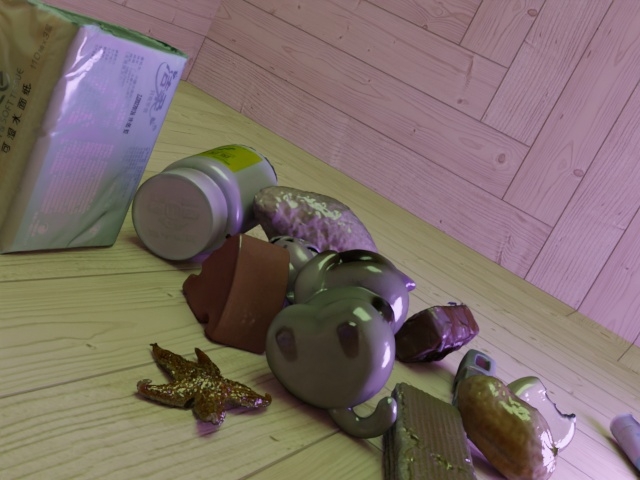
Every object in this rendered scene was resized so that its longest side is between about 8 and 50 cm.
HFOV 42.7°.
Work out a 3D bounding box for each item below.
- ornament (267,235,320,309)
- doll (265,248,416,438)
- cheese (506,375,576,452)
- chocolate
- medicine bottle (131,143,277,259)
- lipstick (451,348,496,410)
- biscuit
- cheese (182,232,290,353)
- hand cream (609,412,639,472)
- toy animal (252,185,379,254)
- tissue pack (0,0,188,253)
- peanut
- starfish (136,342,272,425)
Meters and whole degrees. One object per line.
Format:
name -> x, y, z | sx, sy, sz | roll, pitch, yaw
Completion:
ornament -> -0.062, 0.082, 1.637 | 0.178, 0.177, 0.177 | 25, 13, -6
doll -> 0.041, 0.144, 1.425 | 0.226, 0.215, 0.370 | 59, 24, -25
cheese -> 0.375, 0.365, 1.577 | 0.249, 0.163, 0.071 | -22, -5, -28
chocolate -> 0.253, 0.211, 1.815 | 0.214, 0.148, 0.093 | 1, 54, -54
medicine bottle -> -0.247, -0.089, 1.813 | 0.214, 0.213, 0.379 | 29, 19, 7
lipstick -> 0.322, 0.306, 1.730 | 0.079, 0.077, 0.253 | 29, 15, 9
biscuit -> 0.166, 0.347, 1.270 | 0.144, 0.078, 0.426 | 26, 12, -3
cheese -> -0.157, 0.116, 1.484 | 0.128, 0.203, 0.177 | 23, 44, -32
hand cream -> 0.740, 0.500, 1.826 | 0.111, 0.070, 0.312 | 26, 17, -16
toy animal -> 0.005, 0.005, 1.815 | 0.358, 0.188, 0.226 | 43, -6, -3
tissue pack -> -0.455, -0.200, 1.459 | 0.205, 0.404, 0.332 | 28, 13, 18
peanut -> 0.334, 0.339, 1.466 | 0.224, 0.129, 0.129 | 43, 16, 8
starfish -> -0.170, 0.214, 1.218 | 0.241, 0.043, 0.227 | 20, 15, -36
